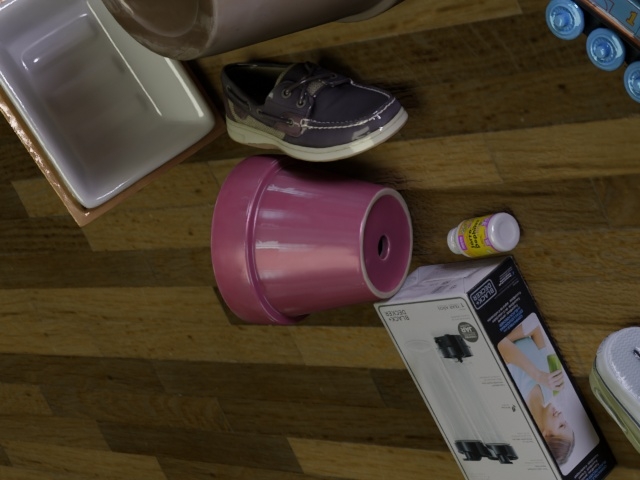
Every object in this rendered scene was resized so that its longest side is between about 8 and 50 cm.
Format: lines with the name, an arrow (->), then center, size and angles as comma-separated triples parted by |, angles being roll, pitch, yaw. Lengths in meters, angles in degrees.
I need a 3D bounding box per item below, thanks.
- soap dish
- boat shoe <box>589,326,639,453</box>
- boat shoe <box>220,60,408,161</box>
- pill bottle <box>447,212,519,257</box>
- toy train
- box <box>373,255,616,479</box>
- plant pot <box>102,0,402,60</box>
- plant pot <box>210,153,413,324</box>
soap dish -> -0.288, -0.194, 2.222 | 0.290, 0.229, 0.118 | 56, 162, -5
boat shoe -> 0.400, 0.221, 1.906 | 0.302, 0.109, 0.094 | 54, 162, 14
boat shoe -> -0.020, -0.156, 2.041 | 0.285, 0.103, 0.092 | 12, 134, 51
pill bottle -> 0.178, -0.005, 1.993 | 0.083, 0.043, 0.043 | -13, 110, 53
toy train -> 0.289, -0.206, 1.657 | 0.184, 0.080, 0.105 | 43, 136, 18
box -> 0.201, 0.167, 2.083 | 0.169, 0.087, 0.290 | -11, 112, 53
plant pot -> -0.074, -0.322, 1.795 | 0.323, 0.280, 0.323 | 30, 141, 28
plant pot -> 0.000, 0.000, 2.094 | 0.180, 0.201, 0.201 | 1, 123, 31
